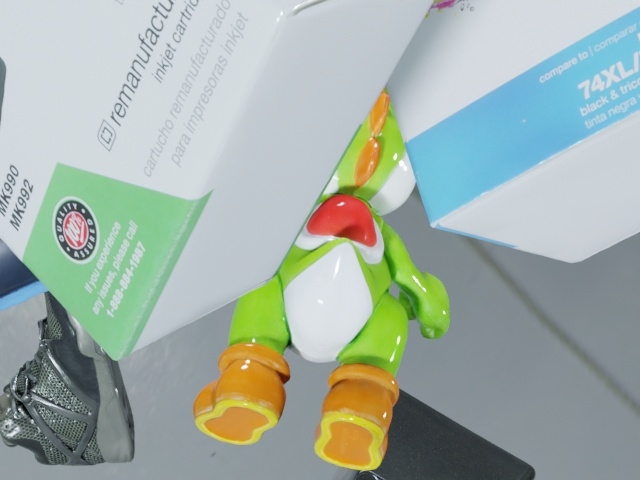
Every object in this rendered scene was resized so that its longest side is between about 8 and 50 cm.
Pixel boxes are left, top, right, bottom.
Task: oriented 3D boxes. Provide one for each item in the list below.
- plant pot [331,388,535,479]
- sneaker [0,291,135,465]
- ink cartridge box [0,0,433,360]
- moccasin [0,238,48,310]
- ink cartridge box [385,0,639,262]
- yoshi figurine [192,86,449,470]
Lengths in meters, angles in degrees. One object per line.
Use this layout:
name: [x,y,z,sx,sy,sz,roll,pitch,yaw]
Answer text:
plant pot: [0.087,0.287,1.535,0.188,0.167,0.187,30,106,9]
sneaker: [-0.255,0.121,1.406,0.130,0.087,0.228,-10,122,-4]
ink cartridge box: [-0.115,-0.126,0.675,0.289,0.211,0.121,44,41,17]
moccasin: [-0.234,-0.008,0.788,0.342,0.137,0.117,-29,115,-46]
ink cartridge box: [0.160,-0.155,0.999,0.198,0.197,0.270,12,55,-53]
yoshi figurine: [0.003,0.014,1.298,0.203,0.203,0.362,41,51,-43]
